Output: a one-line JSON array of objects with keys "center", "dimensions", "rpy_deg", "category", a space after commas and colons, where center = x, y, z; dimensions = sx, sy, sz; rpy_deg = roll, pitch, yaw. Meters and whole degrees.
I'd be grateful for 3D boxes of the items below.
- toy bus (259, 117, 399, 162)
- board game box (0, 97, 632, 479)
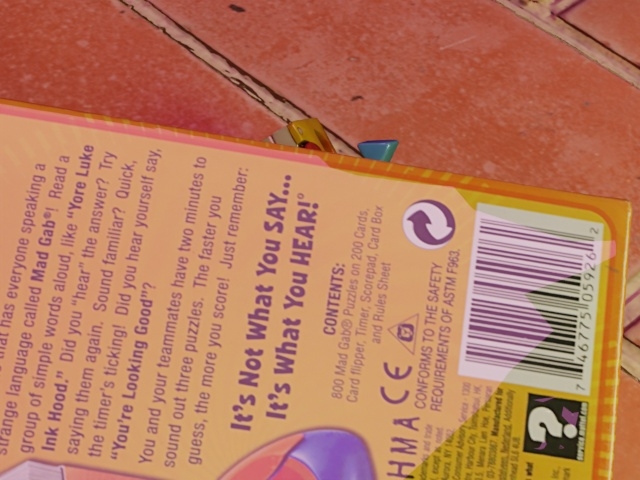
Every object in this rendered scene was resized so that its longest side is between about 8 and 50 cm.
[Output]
[{"center": [-0.001, -0.013, 1.370], "dimensions": [0.191, 0.202, 0.104], "rpy_deg": [18, 14, 17], "category": "toy bus"}, {"center": [-0.056, 0.172, 0.849], "dimensions": [0.356, 0.356, 0.356], "rpy_deg": [10, 70, -3], "category": "board game box"}]
